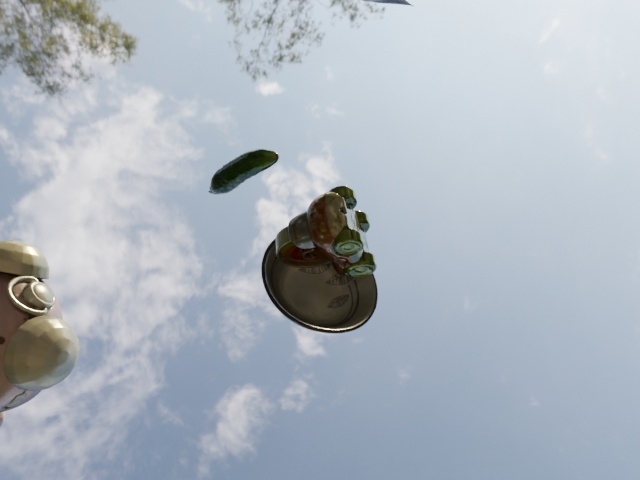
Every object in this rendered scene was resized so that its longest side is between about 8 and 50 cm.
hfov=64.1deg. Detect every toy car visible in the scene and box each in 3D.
[{"bbox_3d":[0.000,0.000,1.151,0.235,0.235,0.145,5,-122,-18],"label":"toy car"}]

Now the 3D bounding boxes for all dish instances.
[{"bbox_3d":[-0.014,0.118,1.305,0.316,0.106,0.316,15,-131,-18],"label":"dish"}]

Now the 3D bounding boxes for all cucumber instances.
[{"bbox_3d":[-0.178,-0.145,1.090,0.056,0.250,0.056,20,-120,-39],"label":"cucumber"}]

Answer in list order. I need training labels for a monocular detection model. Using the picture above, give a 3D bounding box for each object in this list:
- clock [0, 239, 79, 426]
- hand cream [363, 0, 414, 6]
[{"bbox_3d":[-0.676,0.199,1.060,0.326,0.184,0.342,-37,-108,8],"label":"clock"},{"bbox_3d":[0.136,-0.560,1.151,0.084,0.142,0.053,-1,-64,-53],"label":"hand cream"}]
